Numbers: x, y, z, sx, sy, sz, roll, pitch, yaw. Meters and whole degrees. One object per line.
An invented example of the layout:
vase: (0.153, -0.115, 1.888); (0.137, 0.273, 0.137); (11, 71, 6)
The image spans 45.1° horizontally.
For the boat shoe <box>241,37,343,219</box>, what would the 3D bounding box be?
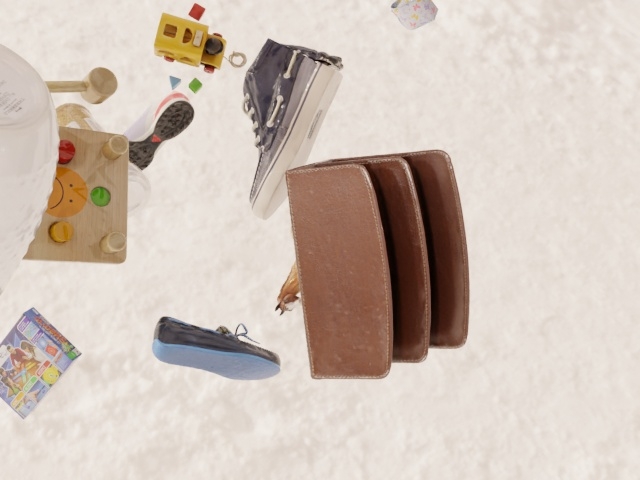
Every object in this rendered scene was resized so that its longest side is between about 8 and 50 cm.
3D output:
boat shoe: (-0.093, -0.221, 1.484); (0.158, 0.340, 0.127); (27, 7, 10)

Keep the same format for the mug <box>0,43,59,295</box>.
mug: (-0.501, -0.067, 0.945); (0.276, 0.328, 0.374); (42, 35, -1)

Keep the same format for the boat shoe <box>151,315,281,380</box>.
boat shoe: (-0.184, 0.192, 1.442); (0.258, 0.109, 0.089); (24, 41, -33)

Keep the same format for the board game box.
board game box: (-0.581, 0.246, 1.534); (0.136, 0.201, 0.035); (44, 24, -1)

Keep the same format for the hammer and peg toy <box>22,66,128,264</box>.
hammer and peg toy: (-0.486, -0.139, 1.415); (0.266, 0.127, 0.361); (3, 80, -31)

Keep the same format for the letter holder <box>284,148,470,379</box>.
letter holder: (0.092, 0.032, 1.103); (0.214, 0.302, 0.152); (-3, 10, 23)

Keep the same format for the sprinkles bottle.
sprinkles bottle: (-0.510, -0.187, 1.754); (0.121, 0.121, 0.355); (-10, 38, -36)

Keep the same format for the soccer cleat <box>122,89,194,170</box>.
soccer cleat: (-0.483, -0.288, 2.119); (0.108, 0.318, 0.116); (46, 7, -39)

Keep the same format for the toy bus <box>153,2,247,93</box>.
toy bus: (-0.300, -0.472, 1.847); (0.202, 0.104, 0.191); (-33, 93, -11)

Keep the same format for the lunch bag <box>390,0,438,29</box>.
lunch bag: (0.203, -0.504, 1.682); (0.071, 0.083, 0.053); (43, 48, -29)

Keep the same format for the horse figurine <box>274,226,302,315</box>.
horse figurine: (0.000, 0.000, 1.402); (0.066, 0.174, 0.263); (34, 45, -50)
